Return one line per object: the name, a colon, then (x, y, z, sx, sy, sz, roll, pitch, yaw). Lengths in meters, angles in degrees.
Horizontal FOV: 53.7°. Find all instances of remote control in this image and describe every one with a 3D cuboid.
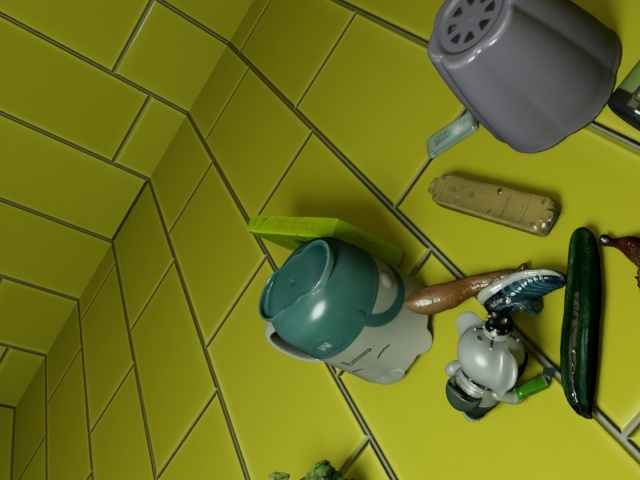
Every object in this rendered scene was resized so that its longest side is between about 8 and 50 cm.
remote control: (0.265, -0.215, 1.280, 0.124, 0.017, 0.053, -33, 44, 39)

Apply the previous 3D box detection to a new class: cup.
cup: (0.027, 0.139, 1.176, 0.289, 0.257, 0.219, -37, 37, 36)

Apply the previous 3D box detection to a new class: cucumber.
cucumber: (0.369, 0.108, 0.898, 0.056, 0.056, 0.284, -16, 56, 49)

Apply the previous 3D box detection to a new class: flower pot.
flower pot: (0.327, -0.314, 1.062, 0.265, 0.243, 0.265, -28, 50, 39)

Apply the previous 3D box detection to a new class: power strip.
power strip: (0.298, -0.068, 1.121, 0.305, 0.044, 0.064, 26, 91, 55)

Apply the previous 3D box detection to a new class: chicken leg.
chicken leg: (0.442, 0.028, 0.872, 0.062, 0.037, 0.145, -60, 33, 33)

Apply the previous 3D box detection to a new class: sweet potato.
sweet potato: (0.246, 0.082, 1.065, 0.214, 0.050, 0.050, -20, 50, 18)

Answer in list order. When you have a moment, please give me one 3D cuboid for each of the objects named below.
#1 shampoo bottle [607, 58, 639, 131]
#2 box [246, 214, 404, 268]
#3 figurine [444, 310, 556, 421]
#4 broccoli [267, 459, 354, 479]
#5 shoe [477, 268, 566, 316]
shampoo bottle: (0.532, -0.281, 0.878, 0.284, 0.101, 0.101, -55, 35, 15)
box: (0.000, 0.000, 1.356, 0.335, 0.187, 0.047, 4, 74, 55)
figurine: (0.249, 0.185, 0.942, 0.147, 0.126, 0.192, 49, 142, 43)
broccoli: (-0.039, 0.516, 1.024, 0.248, 0.245, 0.288, -44, 37, 19)
shoe: (0.315, 0.087, 0.981, 0.143, 0.063, 0.071, -30, 63, 33)
